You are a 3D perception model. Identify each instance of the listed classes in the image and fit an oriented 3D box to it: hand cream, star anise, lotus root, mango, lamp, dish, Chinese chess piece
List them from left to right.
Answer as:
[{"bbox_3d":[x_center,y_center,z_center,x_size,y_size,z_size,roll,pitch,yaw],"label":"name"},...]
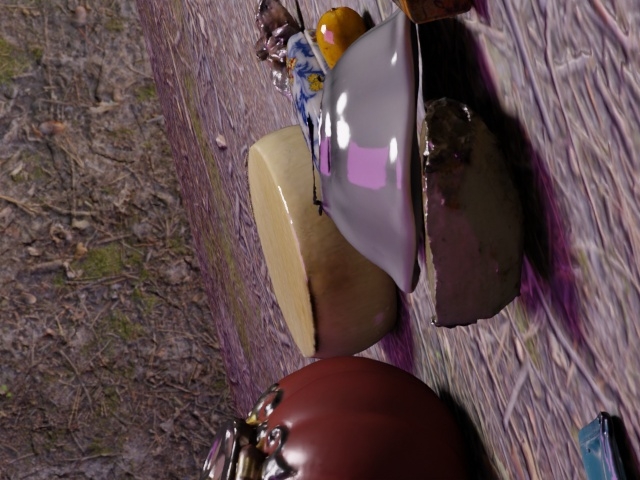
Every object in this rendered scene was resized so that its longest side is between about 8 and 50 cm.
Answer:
[{"bbox_3d":[-0.039,-0.194,1.789,0.124,0.056,0.129,93,159,-62],"label":"star anise"},{"bbox_3d":[0.000,0.000,1.778,0.251,0.097,0.251,164,90,-80],"label":"Chinese chess piece"},{"bbox_3d":[0.016,0.258,1.605,0.303,0.257,0.303,-159,90,-76],"label":"lamp"},{"bbox_3d":[0.022,-0.170,1.507,0.089,0.046,0.060,77,170,-48],"label":"mango"},{"bbox_3d":[0.035,-0.073,1.281,0.229,0.081,0.229,-1,-90,-85],"label":"dish"},{"bbox_3d":[0.106,-0.028,1.186,0.143,0.070,0.144,-91,-3,-47],"label":"lotus root"},{"bbox_3d":[0.211,0.228,1.122,0.083,0.048,0.224,96,161,-73],"label":"hand cream"}]

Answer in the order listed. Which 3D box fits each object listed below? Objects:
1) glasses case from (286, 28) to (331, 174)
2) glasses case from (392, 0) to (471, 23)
[{"bbox_3d":[0.022,-0.092,1.579,0.087,0.065,0.248,90,162,-53],"label":"glasses case"},{"bbox_3d":[0.048,-0.231,1.238,0.218,0.049,0.075,-122,18,-59],"label":"glasses case"}]
